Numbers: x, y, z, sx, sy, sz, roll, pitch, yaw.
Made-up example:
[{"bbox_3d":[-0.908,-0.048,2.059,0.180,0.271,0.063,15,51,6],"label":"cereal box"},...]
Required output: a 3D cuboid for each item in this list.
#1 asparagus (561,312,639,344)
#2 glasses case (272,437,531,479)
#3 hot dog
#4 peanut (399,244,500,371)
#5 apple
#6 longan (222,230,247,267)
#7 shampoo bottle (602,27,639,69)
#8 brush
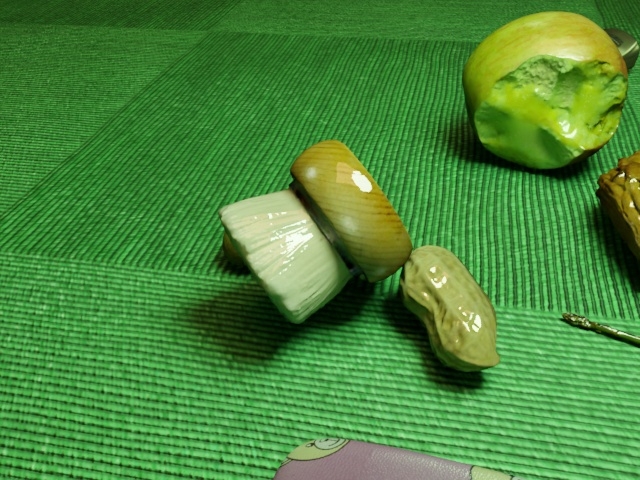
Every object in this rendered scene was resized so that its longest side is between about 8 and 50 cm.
[{"bbox_3d":[0.355,0.113,0.750,0.166,0.013,0.016,21,30,29],"label":"asparagus"},{"bbox_3d":[0.108,0.238,0.524,0.316,0.075,0.123,10,35,16],"label":"glasses case"},{"bbox_3d":[0.469,-0.025,0.852,0.196,0.122,0.272,1,33,2],"label":"hot dog"},{"bbox_3d":[0.142,0.071,0.752,0.083,0.093,0.194,-41,31,13],"label":"peanut"},{"bbox_3d":[0.342,-0.230,1.054,0.226,0.246,0.246,-9,35,4],"label":"apple"},{"bbox_3d":[-0.100,0.003,0.892,0.083,0.075,0.075,-30,13,42],"label":"longan"},{"bbox_3d":[0.493,-0.356,1.360,0.350,0.084,0.125,-20,41,-23],"label":"shampoo bottle"},{"bbox_3d":[0.000,0.000,0.805,0.166,0.266,0.174,-36,80,0],"label":"brush"}]
